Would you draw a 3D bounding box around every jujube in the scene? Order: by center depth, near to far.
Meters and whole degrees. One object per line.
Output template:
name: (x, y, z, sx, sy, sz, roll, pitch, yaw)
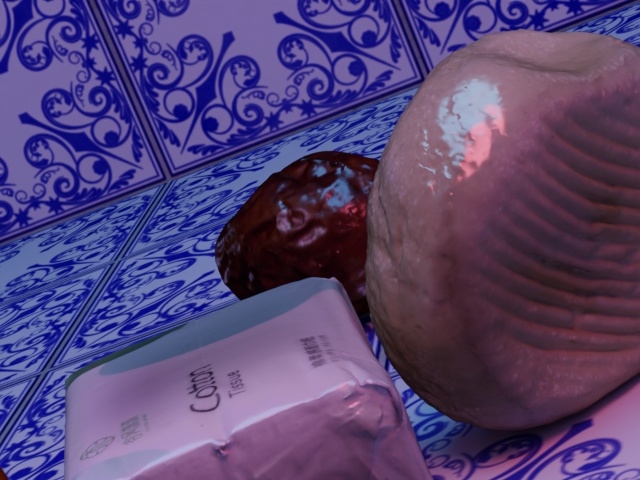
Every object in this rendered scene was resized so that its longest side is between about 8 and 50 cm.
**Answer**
jujube: (0.000, 0.000, 2.149, 0.197, 0.197, 0.290, -33, 8, -36)

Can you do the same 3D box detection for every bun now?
bun: (0.170, -0.013, 1.651, 0.349, 0.353, 0.227, 15, -3, -41)

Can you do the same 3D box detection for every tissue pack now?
tissue pack: (-0.060, 0.176, 1.533, 0.266, 0.194, 0.356, -22, 13, -2)

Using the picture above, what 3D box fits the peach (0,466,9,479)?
peach: (-0.355, 0.257, 1.545, 0.238, 0.281, 0.281, -26, 14, -19)
